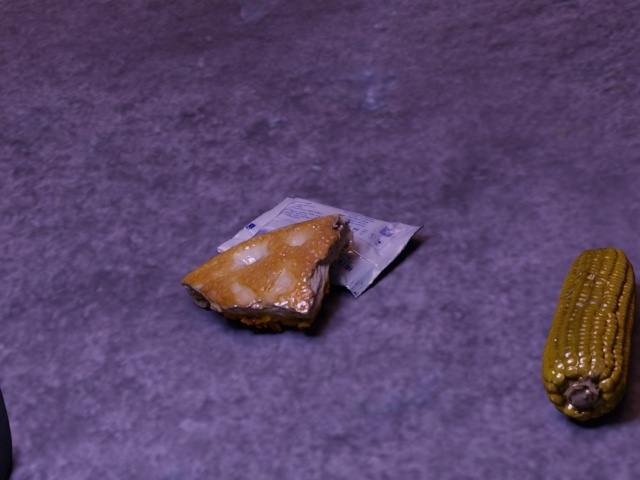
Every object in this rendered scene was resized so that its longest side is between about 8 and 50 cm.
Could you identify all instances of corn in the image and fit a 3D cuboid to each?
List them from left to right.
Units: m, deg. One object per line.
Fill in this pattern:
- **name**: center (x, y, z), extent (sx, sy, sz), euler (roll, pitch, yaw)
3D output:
- **corn**: center (0.252, 0.079, 1.811), extent (0.080, 0.080, 0.231), euler (-2, 33, 15)

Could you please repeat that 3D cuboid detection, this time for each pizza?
- **pizza**: center (-0.038, 0.041, 1.972), extent (0.182, 0.062, 0.161), euler (-28, 30, -6)

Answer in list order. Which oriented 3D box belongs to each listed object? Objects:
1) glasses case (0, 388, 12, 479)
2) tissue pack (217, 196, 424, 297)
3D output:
- **glasses case**: center (-0.347, 0.236, 1.691), extent (0.074, 0.131, 0.323), euler (-3, 32, 12)
- **tissue pack**: center (0.000, 0.000, 2.072), extent (0.193, 0.026, 0.122), euler (15, 40, 37)
